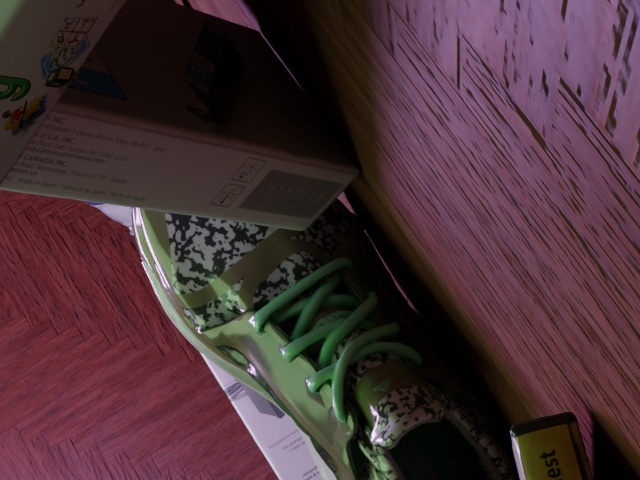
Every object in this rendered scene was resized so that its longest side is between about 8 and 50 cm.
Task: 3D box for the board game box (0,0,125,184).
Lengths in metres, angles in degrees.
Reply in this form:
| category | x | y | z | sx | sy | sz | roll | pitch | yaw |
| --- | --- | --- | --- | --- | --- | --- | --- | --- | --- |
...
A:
| category | x | y | z | sx | sy | sz | roll | pitch | yaw |
| --- | --- | --- | --- | --- | --- | --- | --- | --- | --- |
| board game box | -0.161 | -0.137 | 0.532 | 0.053 | 0.305 | 0.193 | 2 | -134 | -51 |

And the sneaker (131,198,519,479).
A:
| category | x | y | z | sx | sy | sz | roll | pitch | yaw |
| --- | --- | --- | --- | --- | --- | --- | --- | --- | --- |
| sneaker | 0.031 | 0.083 | 0.844 | 0.410 | 0.158 | 0.182 | 52 | 166 | -4 |

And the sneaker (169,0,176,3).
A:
| category | x | y | z | sx | sy | sz | roll | pitch | yaw |
| --- | --- | --- | --- | --- | --- | --- | --- | --- | --- |
| sneaker | -0.133 | -0.147 | 1.230 | 0.069 | 0.082 | 0.209 | 57 | 173 | 36 |

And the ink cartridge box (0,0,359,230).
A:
| category | x | y | z | sx | sy | sz | roll | pitch | yaw |
| --- | --- | --- | --- | --- | --- | --- | --- | --- | --- |
| ink cartridge box | -0.143 | -0.128 | 0.745 | 0.296 | 0.066 | 0.261 | 7 | -139 | -55 |

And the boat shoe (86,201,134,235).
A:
| category | x | y | z | sx | sy | sz | roll | pitch | yaw |
| --- | --- | --- | --- | --- | --- | --- | --- | --- | --- |
| boat shoe | -0.111 | -0.039 | 1.164 | 0.156 | 0.136 | 0.367 | 44 | 157 | -21 |

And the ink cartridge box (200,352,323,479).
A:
| category | x | y | z | sx | sy | sz | roll | pitch | yaw |
| --- | --- | --- | --- | --- | --- | --- | --- | --- | --- |
| ink cartridge box | -0.036 | 0.177 | 1.658 | 0.272 | 0.115 | 0.198 | 57 | -164 | 7 |

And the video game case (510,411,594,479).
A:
| category | x | y | z | sx | sy | sz | roll | pitch | yaw |
| --- | --- | --- | --- | --- | --- | --- | --- | --- | --- |
| video game case | 0.153 | 0.251 | 0.644 | 0.275 | 0.035 | 0.248 | 65 | -167 | -58 |
